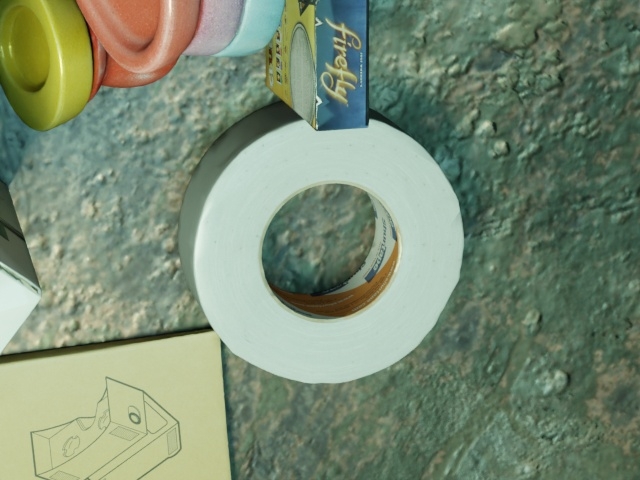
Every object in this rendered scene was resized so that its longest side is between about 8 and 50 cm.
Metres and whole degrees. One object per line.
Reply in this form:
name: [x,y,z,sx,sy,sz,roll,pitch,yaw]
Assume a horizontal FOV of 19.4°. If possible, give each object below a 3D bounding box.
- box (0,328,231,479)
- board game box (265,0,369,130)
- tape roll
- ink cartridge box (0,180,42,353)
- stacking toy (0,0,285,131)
box: [-0.175,0.161,1.507,0.201,0.021,0.164,-7,107,-12]
board game box: [-0.004,-0.217,1.366,0.042,0.165,0.243,-4,107,-13]
tape roll: [0.000,0.000,1.478,0.219,0.072,0.219,-4,106,-13]
ink cartridge box: [-0.311,0.048,1.296,0.121,0.289,0.211,35,95,-20]
stacking toy: [-0.133,-0.236,1.286,0.130,0.309,0.280,-16,93,-31]
